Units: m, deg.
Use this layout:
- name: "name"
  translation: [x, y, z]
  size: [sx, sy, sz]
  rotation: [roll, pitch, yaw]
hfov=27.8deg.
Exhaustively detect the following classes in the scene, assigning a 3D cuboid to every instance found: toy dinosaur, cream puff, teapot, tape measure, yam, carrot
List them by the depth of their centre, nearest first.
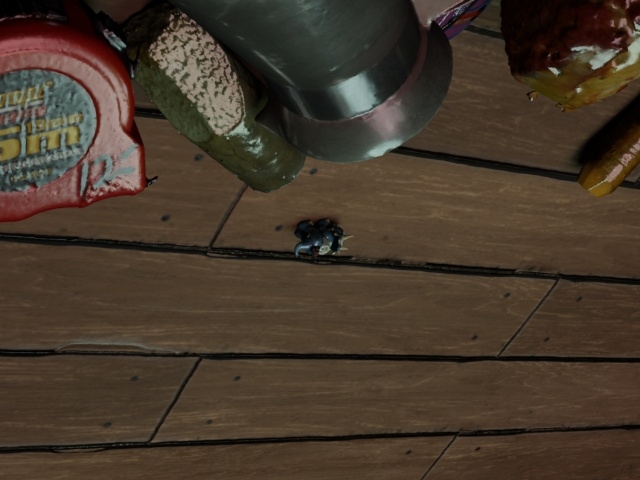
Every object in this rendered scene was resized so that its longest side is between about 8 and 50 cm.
- name: "teapot"
  translation: [0.005, -0.256, 1.186]
  size: [0.300, 0.253, 0.344]
  rotation: [-27, 146, 5]
- name: "tape measure"
  translation: [-0.291, -0.131, 1.246]
  size: [0.253, 0.114, 0.260]
  rotation: [-16, 137, -19]
- name: "yam"
  translation: [-0.107, -0.145, 1.368]
  size: [0.106, 0.106, 0.259]
  rotation: [-38, 144, 10]
- name: "cream puff"
  translation: [0.336, -0.289, 1.384]
  size: [0.350, 0.229, 0.350]
  rotation: [-28, 179, 0]
- name: "tape measure"
  translation: [0.140, -0.271, 1.387]
  size: [0.118, 0.074, 0.125]
  rotation: [-29, 166, -49]
- name: "toy dinosaur"
  translation: [0.000, 0.000, 1.649]
  size: [0.083, 0.047, 0.031]
  rotation: [-7, 139, -31]
- name: "carrot"
  translation: [0.468, -0.185, 1.746]
  size: [0.314, 0.066, 0.066]
  rotation: [-48, 140, 18]
